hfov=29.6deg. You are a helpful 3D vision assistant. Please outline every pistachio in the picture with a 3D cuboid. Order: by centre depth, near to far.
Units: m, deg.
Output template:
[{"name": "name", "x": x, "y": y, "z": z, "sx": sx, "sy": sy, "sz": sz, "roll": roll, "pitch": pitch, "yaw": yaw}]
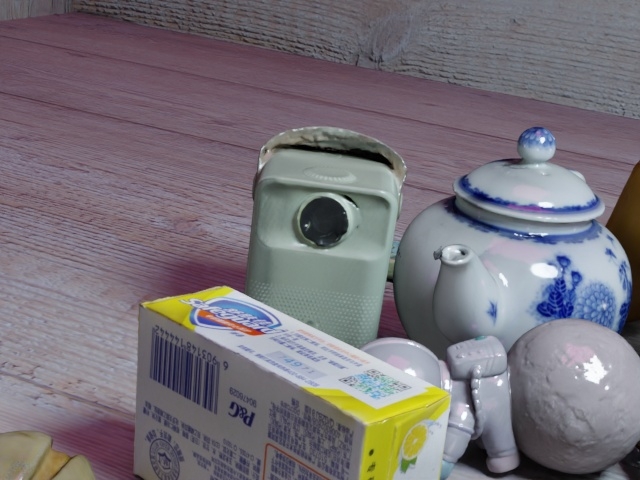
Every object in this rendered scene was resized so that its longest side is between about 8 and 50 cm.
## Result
[{"name": "pistachio", "x": -0.218, "y": 0.198, "z": 0.862, "sx": 0.124, "sy": 0.125, "sz": 0.185, "roll": 7, "pitch": 2, "yaw": 3}]

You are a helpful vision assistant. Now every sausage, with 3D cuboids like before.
[{"name": "sausage", "x": 0.387, "y": 0.011, "z": 1.413, "sx": 0.134, "sy": 0.354, "sz": 0.116, "roll": -18, "pitch": 62, "yaw": -14}]

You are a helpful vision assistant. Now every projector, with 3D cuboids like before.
[{"name": "projector", "x": 0.000, "y": 0.000, "z": 1.326, "sx": 0.163, "sy": 0.243, "sz": 0.177, "roll": 8, "pitch": 17, "yaw": -1}]

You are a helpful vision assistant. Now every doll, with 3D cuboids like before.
[{"name": "doll", "x": 0.150, "y": 0.142, "z": 1.114, "sx": 0.287, "sy": 0.151, "sz": 0.151, "roll": 1, "pitch": 18, "yaw": -6}]

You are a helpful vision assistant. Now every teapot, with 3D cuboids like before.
[{"name": "teapot", "x": 0.208, "y": 0.015, "z": 1.287, "sx": 0.252, "sy": 0.280, "sz": 0.424, "roll": 16, "pitch": 20, "yaw": 25}]

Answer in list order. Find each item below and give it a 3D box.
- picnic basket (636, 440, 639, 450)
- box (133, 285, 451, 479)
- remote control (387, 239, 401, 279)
[{"name": "picnic basket", "x": 0.355, "y": 0.184, "z": 1.098, "sx": 0.110, "sy": 0.055, "sz": 0.193, "roll": -31, "pitch": 11, "yaw": -2}, {"name": "box", "x": -0.033, "y": 0.156, "z": 0.963, "sx": 0.097, "sy": 0.168, "sz": 0.265, "roll": -14, "pitch": 25, "yaw": -43}, {"name": "remote control", "x": 0.072, "y": 0.022, "z": 1.613, "sx": 0.233, "sy": 0.038, "sz": 0.098, "roll": 9, "pitch": 19, "yaw": 3}]
